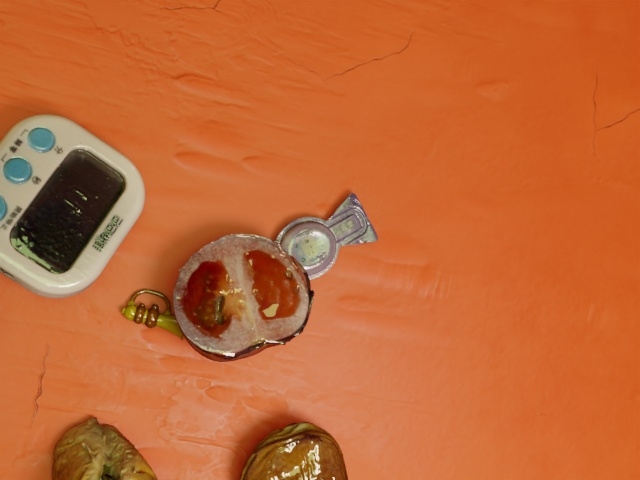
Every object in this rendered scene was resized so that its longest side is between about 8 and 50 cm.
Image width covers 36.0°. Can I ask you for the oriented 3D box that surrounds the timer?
[{"bbox_3d":[-0.415,-0.051,1.522,0.237,0.087,0.262,35,65,-12],"label":"timer"}]

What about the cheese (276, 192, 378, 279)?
[{"bbox_3d":[0.000,0.000,1.672,0.191,0.042,0.105,-31,97,-17],"label":"cheese"}]

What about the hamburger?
[{"bbox_3d":[-0.294,0.434,1.488,0.162,0.209,0.329,-27,92,-15],"label":"hamburger"}]

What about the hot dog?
[{"bbox_3d":[-0.033,0.433,1.603,0.196,0.122,0.272,-12,86,-17],"label":"hot dog"}]

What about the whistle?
[{"bbox_3d":[-0.264,0.117,1.597,0.109,0.046,0.057,22,96,-7],"label":"whistle"}]

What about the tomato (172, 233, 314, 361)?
[{"bbox_3d":[-0.135,0.097,1.596,0.228,0.112,0.199,-10,75,-21],"label":"tomato"}]
